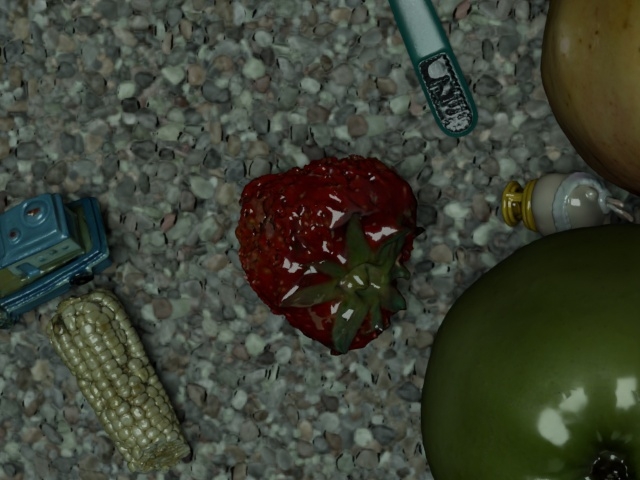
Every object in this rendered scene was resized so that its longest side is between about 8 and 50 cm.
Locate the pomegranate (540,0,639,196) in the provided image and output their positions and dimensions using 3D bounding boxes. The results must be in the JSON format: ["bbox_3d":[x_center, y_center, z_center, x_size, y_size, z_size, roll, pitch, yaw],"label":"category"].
[{"bbox_3d":[0.360,-0.146,1.287,0.338,0.338,0.338,1,96,10],"label":"pomegranate"}]

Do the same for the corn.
[{"bbox_3d":[-0.208,0.150,1.535,0.087,0.087,0.211,-28,89,11],"label":"corn"}]

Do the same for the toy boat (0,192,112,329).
[{"bbox_3d":[-0.335,0.025,1.526,0.238,0.098,0.109,-24,60,11],"label":"toy boat"}]

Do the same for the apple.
[{"bbox_3d":[0.260,0.152,1.337,0.357,0.357,0.357,1,96,10],"label":"apple"}]

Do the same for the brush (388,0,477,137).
[{"bbox_3d":[0.106,-0.193,1.472,0.043,0.032,0.193,-22,93,12],"label":"brush"}]

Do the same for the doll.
[{"bbox_3d":[0.246,-0.040,1.441,0.127,0.084,0.073,3,130,31],"label":"doll"}]

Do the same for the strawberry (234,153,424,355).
[{"bbox_3d":[0.000,0.000,1.451,0.201,0.187,0.184,29,66,38],"label":"strawberry"}]
